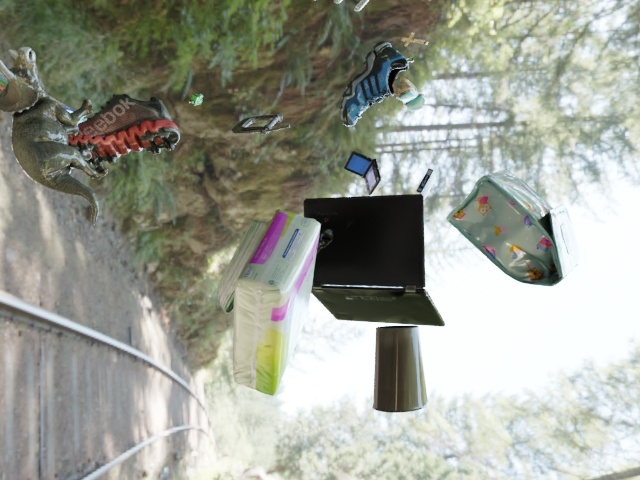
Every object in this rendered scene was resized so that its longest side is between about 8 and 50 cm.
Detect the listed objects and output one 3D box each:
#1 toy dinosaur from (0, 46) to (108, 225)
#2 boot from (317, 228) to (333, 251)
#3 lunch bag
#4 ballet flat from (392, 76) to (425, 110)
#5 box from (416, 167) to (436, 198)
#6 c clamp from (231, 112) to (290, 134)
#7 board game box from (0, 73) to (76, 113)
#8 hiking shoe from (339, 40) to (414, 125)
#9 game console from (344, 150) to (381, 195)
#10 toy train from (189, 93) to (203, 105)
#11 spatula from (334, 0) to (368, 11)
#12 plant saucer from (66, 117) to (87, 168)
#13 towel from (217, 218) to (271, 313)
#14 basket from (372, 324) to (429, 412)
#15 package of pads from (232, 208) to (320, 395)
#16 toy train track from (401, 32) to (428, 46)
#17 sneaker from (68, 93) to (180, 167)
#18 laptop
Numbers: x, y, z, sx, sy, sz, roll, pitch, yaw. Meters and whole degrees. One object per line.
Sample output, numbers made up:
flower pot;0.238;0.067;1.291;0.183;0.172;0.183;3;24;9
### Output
toy dinosaur;-0.478;-0.169;1.013;0.121;0.160;0.313;-11;-87;44
boot;0.000;-0.001;1.614;0.099;0.045;0.121;-42;-173;41
lunch bag;0.431;-0.022;1.223;0.262;0.223;0.160;43;-63;17
ballet flat;0.265;-0.442;1.722;0.067;0.073;0.206;68;17;10
box;0.323;-0.170;1.757;0.083;0.018;0.067;-61;157;-6
c clamp;-0.126;-0.257;1.281;0.160;0.137;0.022;-82;163;-64
board game box;-0.892;-0.439;1.739;0.046;0.214;0.317;-60;-177;4
hiking shoe;0.170;-0.493;1.892;0.132;0.113;0.304;41;-60;18
game console;0.128;-0.203;1.762;0.122;0.071;0.107;120;-40;-69
toy train;-0.268;-0.307;1.251;0.023;0.017;0.083;-61;-171;14
spatula;0.098;-0.676;1.498;0.242;0.168;0.019;-55;158;-30
plant saucer;-0.698;-0.259;1.636;0.037;0.195;0.195;45;-24;13
towel;-0.196;0.055;1.502;0.247;0.038;0.325;-61;-166;-4
basket;0.226;0.362;1.664;0.204;0.154;0.226;5;81;-61
package of pads;-0.086;0.114;1.108;0.229;0.101;0.296;-66;169;-49
toy train track;0.267;-0.560;1.625;0.048;0.083;0.014;121;-38;-53
sneaker;-0.452;-0.243;1.246;0.097;0.276;0.135;106;-32;-71
laptop;0.169;0.074;1.783;0.408;0.382;0.236;52;45;-50
